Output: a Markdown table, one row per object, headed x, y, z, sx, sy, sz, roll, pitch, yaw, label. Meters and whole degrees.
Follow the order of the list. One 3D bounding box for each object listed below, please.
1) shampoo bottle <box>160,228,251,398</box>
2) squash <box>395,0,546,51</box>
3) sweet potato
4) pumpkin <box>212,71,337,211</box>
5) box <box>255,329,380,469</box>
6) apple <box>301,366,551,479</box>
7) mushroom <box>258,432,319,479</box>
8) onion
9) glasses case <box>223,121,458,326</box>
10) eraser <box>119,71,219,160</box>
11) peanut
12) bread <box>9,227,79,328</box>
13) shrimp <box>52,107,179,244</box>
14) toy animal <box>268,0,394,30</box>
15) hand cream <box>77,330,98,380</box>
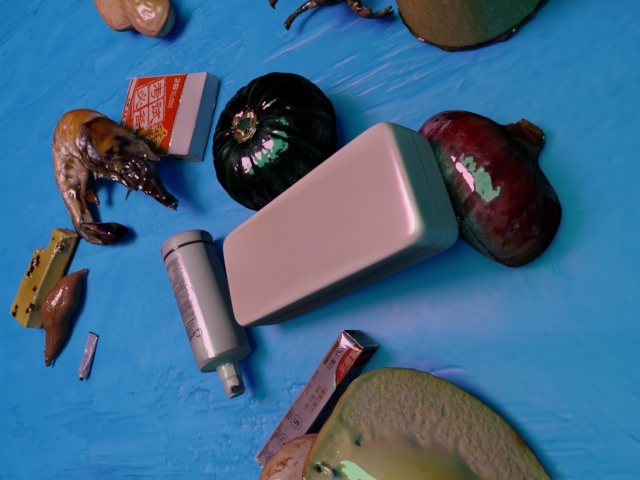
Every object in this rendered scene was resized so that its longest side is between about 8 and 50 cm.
| x | y | z | sx | sy | sz | roll | pitch | yaw | label |
| --- | --- | --- | --- | --- | --- | --- | --- | --- | --- |
| -0.169 | 0.111 | 0.708 | 0.085 | 0.085 | 0.263 | -35 | 65 | 22 | shampoo bottle |
| 0.180 | -0.360 | 0.561 | 0.220 | 0.133 | 0.220 | -9 | 71 | 27 | squash |
| -0.540 | 0.157 | 0.943 | 0.068 | 0.068 | 0.226 | 23 | 94 | 33 | sweet potato |
| -0.069 | -0.141 | 0.659 | 0.201 | 0.140 | 0.202 | -11 | 68 | 30 | pumpkin |
| -0.005 | 0.213 | 0.604 | 0.039 | 0.055 | 0.218 | 38 | 102 | 29 | box |
| 0.122 | 0.256 | 0.475 | 0.264 | 0.120 | 0.193 | 35 | 59 | 17 | apple |
| -0.011 | 0.300 | 0.542 | 0.112 | 0.148 | 0.148 | 24 | 94 | 49 | mushroom |
| 0.182 | -0.077 | 0.515 | 0.151 | 0.098 | 0.206 | -48 | 60 | 17 | onion |
| 0.000 | 0.000 | 0.577 | 0.336 | 0.076 | 0.144 | -29 | 67 | 42 | glasses case |
| -0.299 | -0.236 | 0.883 | 0.230 | 0.038 | 0.158 | 10 | 86 | 34 | eraser |
| -0.384 | -0.485 | 0.949 | 0.263 | 0.101 | 0.118 | 27 | 120 | 30 | peanut |
| -0.602 | 0.075 | 1.005 | 0.088 | 0.049 | 0.226 | 25 | 94 | 33 | bread |
| -0.411 | -0.102 | 0.881 | 0.444 | 0.085 | 0.272 | 21 | 108 | 36 | shrimp |
| 0.011 | -0.392 | 0.688 | 0.185 | 0.093 | 0.215 | -17 | 64 | 20 | toy animal |
| -0.457 | 0.228 | 0.909 | 0.030 | 0.019 | 0.093 | 5 | 76 | 34 | hand cream |
